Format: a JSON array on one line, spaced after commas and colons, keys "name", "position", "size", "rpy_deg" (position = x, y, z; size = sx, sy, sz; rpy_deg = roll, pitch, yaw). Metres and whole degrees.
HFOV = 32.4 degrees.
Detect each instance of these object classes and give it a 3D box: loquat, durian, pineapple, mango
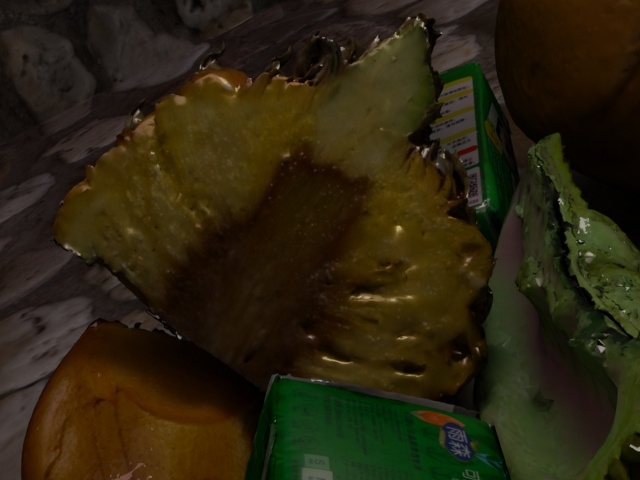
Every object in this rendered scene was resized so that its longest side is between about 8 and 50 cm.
[{"name": "loquat", "position": [0.282, -0.161, 0.943], "size": [0.276, 0.276, 0.284], "rpy_deg": [-36, 8, -23]}, {"name": "durian", "position": [0.154, 0.064, 0.683], "size": [0.158, 0.169, 0.352], "rpy_deg": [-21, 24, 10]}, {"name": "pineapple", "position": [0.020, -0.026, 0.834], "size": [0.286, 0.344, 0.209], "rpy_deg": [-57, -10, 5]}, {"name": "mango", "position": [-0.129, 0.171, 0.799], "size": [0.187, 0.138, 0.257], "rpy_deg": [-2, 27, 0]}]

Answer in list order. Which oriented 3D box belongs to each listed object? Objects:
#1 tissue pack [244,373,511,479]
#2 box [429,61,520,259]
[{"name": "tissue pack", "position": [0.026, 0.198, 0.590], "size": [0.148, 0.156, 0.209], "rpy_deg": [11, 22, -6]}, {"name": "box", "position": [0.091, -0.043, 1.015], "size": [0.180, 0.103, 0.250], "rpy_deg": [-18, 39, 20]}]
